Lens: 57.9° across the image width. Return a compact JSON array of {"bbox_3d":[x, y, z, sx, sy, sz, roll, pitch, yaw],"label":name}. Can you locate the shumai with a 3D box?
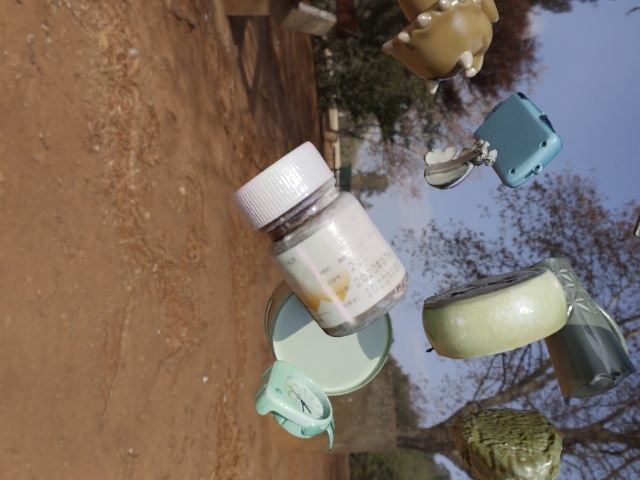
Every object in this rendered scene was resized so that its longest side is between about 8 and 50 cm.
[{"bbox_3d":[0.527,0.637,1.581,0.330,0.292,0.288,-140,-135,-78],"label":"shumai"}]

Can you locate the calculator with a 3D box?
[{"bbox_3d":[0.478,-0.251,1.416,0.173,0.051,0.293,-45,-146,26],"label":"calculator"}]

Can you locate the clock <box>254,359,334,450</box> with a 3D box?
[{"bbox_3d":[-0.027,0.234,0.814,0.041,0.135,0.101,-50,-173,17],"label":"clock"}]

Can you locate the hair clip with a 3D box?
[{"bbox_3d":[0.264,-0.153,1.144,0.049,0.172,0.116,48,55,-23],"label":"hair clip"}]

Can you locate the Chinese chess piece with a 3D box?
[{"bbox_3d":[0.275,0.116,0.941,0.238,0.238,0.092,147,-75,-89],"label":"Chinese chess piece"}]

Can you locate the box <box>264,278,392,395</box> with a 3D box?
[{"bbox_3d":[0.011,0.165,1.103,0.149,0.226,0.225,-161,-109,-80],"label":"box"}]

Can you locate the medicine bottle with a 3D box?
[{"bbox_3d":[0.000,0.000,0.892,0.273,0.165,0.165,53,5,-8],"label":"medicine bottle"}]

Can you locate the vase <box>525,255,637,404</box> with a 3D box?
[{"bbox_3d":[0.560,0.187,1.271,0.156,0.251,0.300,-48,-127,51],"label":"vase"}]

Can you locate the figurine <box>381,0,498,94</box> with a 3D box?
[{"bbox_3d":[0.173,-0.369,0.936,0.173,0.177,0.247,-47,122,-33],"label":"figurine"}]

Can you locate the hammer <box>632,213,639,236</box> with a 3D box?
[{"bbox_3d":[0.761,-0.026,1.247,0.013,0.199,0.062,-141,-119,-70],"label":"hammer"}]
